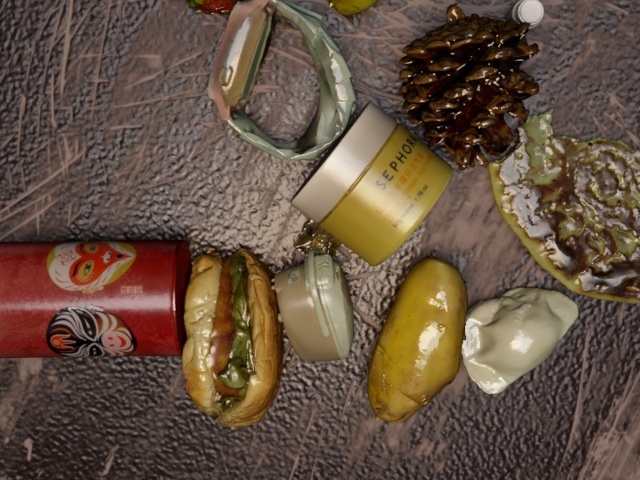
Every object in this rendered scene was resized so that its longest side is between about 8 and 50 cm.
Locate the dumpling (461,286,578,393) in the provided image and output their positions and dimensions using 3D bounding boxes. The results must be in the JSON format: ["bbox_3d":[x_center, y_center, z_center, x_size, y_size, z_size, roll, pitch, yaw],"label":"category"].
[{"bbox_3d":[0.337,0.156,1.704,0.229,0.124,0.151,-36,72,-13],"label":"dumpling"}]

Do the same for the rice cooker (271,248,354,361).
[{"bbox_3d":[-0.006,0.118,1.673,0.127,0.145,0.206,-16,126,9],"label":"rice cooker"}]

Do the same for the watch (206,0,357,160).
[{"bbox_3d":[-0.054,-0.263,1.627,0.241,0.162,0.253,20,103,1],"label":"watch"}]

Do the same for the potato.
[{"bbox_3d":[0.170,0.178,1.676,0.140,0.173,0.300,17,97,-23],"label":"potato"}]

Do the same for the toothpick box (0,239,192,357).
[{"bbox_3d":[-0.396,0.099,1.657,0.333,0.204,0.204,0,97,1],"label":"toothpick box"}]

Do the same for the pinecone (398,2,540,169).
[{"bbox_3d":[0.244,-0.258,1.603,0.244,0.243,0.257,-10,133,2],"label":"pinecone"}]

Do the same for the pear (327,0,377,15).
[{"bbox_3d":[0.059,-0.442,1.638,0.131,0.107,0.107,-45,94,-4],"label":"pear"}]

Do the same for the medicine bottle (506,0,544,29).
[{"bbox_3d":[0.348,-0.383,1.649,0.052,0.089,0.052,0,97,1],"label":"medicine bottle"}]

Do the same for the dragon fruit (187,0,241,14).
[{"bbox_3d":[-0.167,-0.458,1.645,0.138,0.175,0.142,43,65,-15],"label":"dragon fruit"}]

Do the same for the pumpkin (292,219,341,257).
[{"bbox_3d":[0.000,0.000,1.716,0.074,0.054,0.083,34,104,-1],"label":"pumpkin"}]

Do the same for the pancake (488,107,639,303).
[{"bbox_3d":[0.493,-0.052,1.712,0.427,0.067,0.304,14,89,0],"label":"pancake"}]

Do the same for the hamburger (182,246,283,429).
[{"bbox_3d":[-0.148,0.188,1.664,0.162,0.209,0.329,2,99,1],"label":"hamburger"}]

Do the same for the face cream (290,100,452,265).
[{"bbox_3d":[0.086,-0.093,1.621,0.179,0.218,0.218,38,96,-5],"label":"face cream"}]
